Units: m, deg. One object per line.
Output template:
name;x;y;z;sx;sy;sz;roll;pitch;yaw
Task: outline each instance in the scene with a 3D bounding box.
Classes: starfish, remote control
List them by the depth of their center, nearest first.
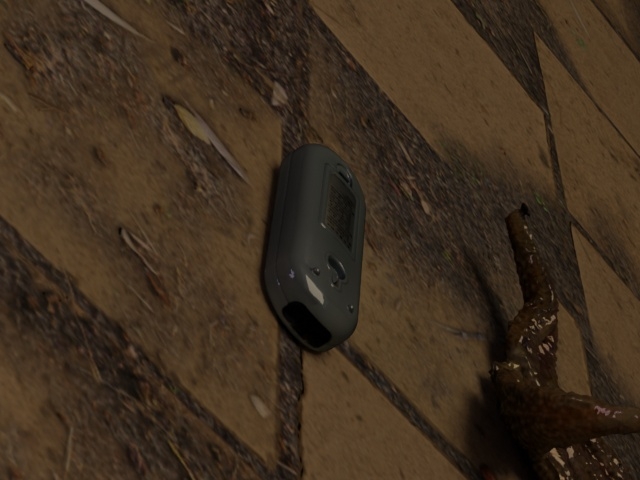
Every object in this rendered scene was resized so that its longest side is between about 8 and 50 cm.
remote control;0.000;0.000;1.523;0.087;0.047;0.244;50;22;-24
starfish;0.247;0.169;1.712;0.384;0.132;0.398;55;8;-2
